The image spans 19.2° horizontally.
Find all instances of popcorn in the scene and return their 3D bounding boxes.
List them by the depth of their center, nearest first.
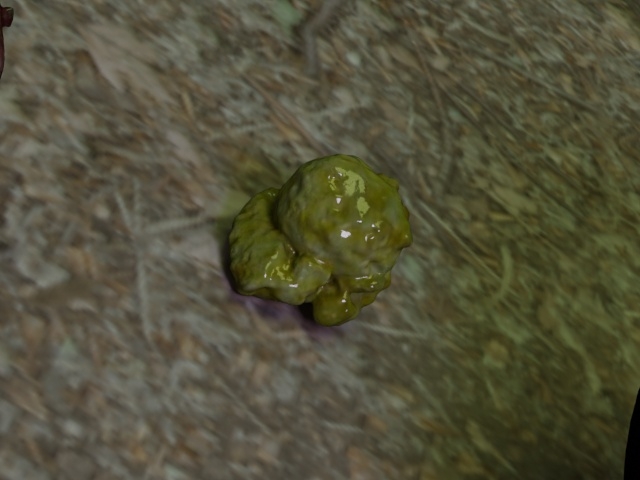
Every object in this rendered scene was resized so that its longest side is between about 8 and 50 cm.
[{"bbox_3d":[-0.001,-0.003,0.784,0.083,0.068,0.059,-20,31,-14],"label":"popcorn"}]

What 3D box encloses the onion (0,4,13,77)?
[{"bbox_3d":[-0.202,-0.101,0.633,0.159,0.159,0.195,6,15,-41],"label":"onion"}]

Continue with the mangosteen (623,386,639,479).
[{"bbox_3d":[0.240,0.121,0.658,0.306,0.306,0.359,47,44,12],"label":"mangosteen"}]
